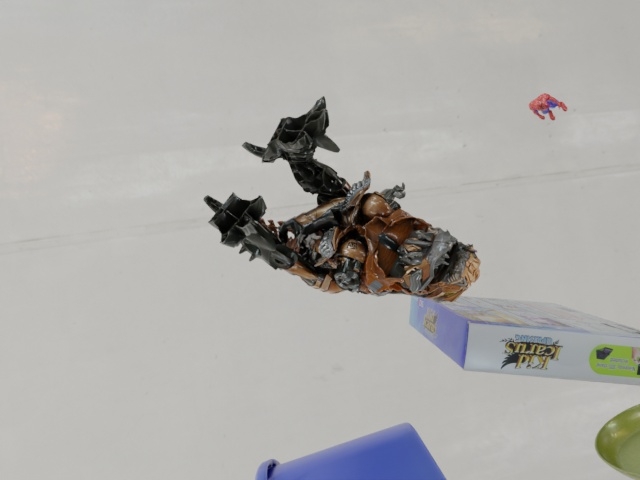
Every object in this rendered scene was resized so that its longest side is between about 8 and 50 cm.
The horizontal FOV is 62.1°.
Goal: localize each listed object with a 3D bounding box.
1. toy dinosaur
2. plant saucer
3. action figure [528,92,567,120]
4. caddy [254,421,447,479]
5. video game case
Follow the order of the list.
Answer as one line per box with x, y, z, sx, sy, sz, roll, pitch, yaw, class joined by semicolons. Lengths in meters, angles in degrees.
0.000;0.000;0.561;0.218;0.322;0.164;43;47;-33;toy dinosaur
0.532;0.291;0.774;0.241;0.241;0.037;-22;88;-15;plant saucer
0.363;-0.213;0.850;0.115;0.038;0.030;-3;65;-48;action figure
0.034;0.280;0.354;0.179;0.341;0.241;-22;96;-3;caddy
0.270;0.124;0.725;0.244;0.269;0.061;7;92;-4;video game case
